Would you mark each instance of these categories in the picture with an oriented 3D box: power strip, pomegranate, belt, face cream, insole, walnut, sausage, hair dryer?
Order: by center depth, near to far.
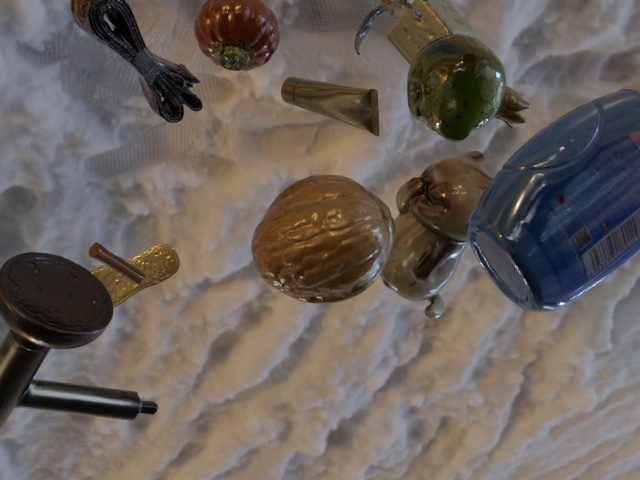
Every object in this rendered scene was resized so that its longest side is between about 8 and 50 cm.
[{"bbox_3d":[0.261,-0.054,0.594,0.264,0.083,0.149,-36,105,-9],"label":"face cream"},{"bbox_3d":[-0.371,0.176,0.975,0.284,0.156,0.320,-3,134,-46],"label":"hair dryer"},{"bbox_3d":[-0.332,0.041,1.070,0.026,0.026,0.116,-28,141,14],"label":"sausage"},{"bbox_3d":[0.000,0.000,1.137,0.260,0.225,0.225,-17,135,20],"label":"walnut"},{"bbox_3d":[-0.366,0.074,1.186,0.247,0.011,0.081,-24,90,13],"label":"insole"},{"bbox_3d":[-0.385,-0.390,1.381,0.126,0.094,0.359,-45,143,-1],"label":"belt"},{"bbox_3d":[0.339,-0.337,1.465,0.301,0.236,0.236,4,132,-21],"label":"pomegranate"},{"bbox_3d":[0.299,-0.526,1.669,0.139,0.140,0.224,-46,165,35],"label":"power strip"},{"bbox_3d":[0.032,-0.398,1.852,0.084,0.341,0.137,-34,134,-35],"label":"face cream"}]

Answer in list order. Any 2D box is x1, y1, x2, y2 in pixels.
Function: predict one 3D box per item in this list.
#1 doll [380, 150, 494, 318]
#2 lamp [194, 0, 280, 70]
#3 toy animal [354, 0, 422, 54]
[{"bbox_3d":[0.250,-0.022,1.468,0.225,0.215,0.371,14,118,-20],"label":"doll"},{"bbox_3d":[-0.214,-0.538,1.673,0.223,0.197,0.223,5,158,2],"label":"lamp"},{"bbox_3d":[0.133,-0.406,1.119,0.155,0.095,0.219,14,94,-60],"label":"toy animal"}]
